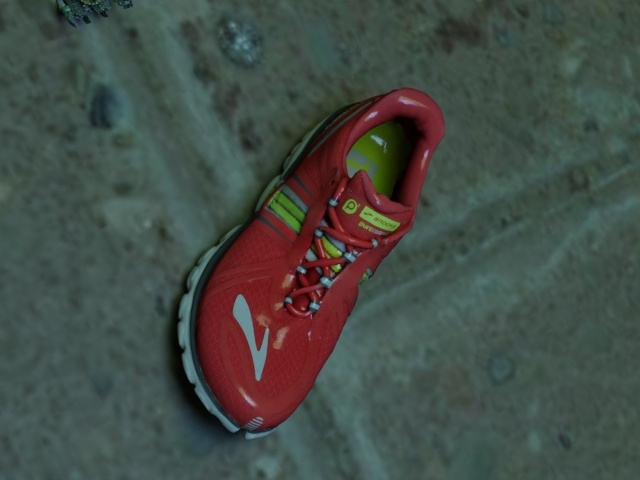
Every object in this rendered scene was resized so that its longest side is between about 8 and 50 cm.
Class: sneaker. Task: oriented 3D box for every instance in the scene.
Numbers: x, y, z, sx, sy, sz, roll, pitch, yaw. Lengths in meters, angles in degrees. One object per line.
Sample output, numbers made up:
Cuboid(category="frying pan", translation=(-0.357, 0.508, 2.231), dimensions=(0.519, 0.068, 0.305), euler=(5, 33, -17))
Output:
Cuboid(category="sneaker", translation=(0.000, 0.000, 1.070), dimensions=(0.107, 0.118, 0.279), euler=(37, 57, -17))

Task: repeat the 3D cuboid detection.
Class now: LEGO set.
Cuboid(category="LEGO set", translation=(-0.167, -0.166, 1.082), dimensions=(0.083, 0.023, 0.054), euler=(32, 56, -5))
